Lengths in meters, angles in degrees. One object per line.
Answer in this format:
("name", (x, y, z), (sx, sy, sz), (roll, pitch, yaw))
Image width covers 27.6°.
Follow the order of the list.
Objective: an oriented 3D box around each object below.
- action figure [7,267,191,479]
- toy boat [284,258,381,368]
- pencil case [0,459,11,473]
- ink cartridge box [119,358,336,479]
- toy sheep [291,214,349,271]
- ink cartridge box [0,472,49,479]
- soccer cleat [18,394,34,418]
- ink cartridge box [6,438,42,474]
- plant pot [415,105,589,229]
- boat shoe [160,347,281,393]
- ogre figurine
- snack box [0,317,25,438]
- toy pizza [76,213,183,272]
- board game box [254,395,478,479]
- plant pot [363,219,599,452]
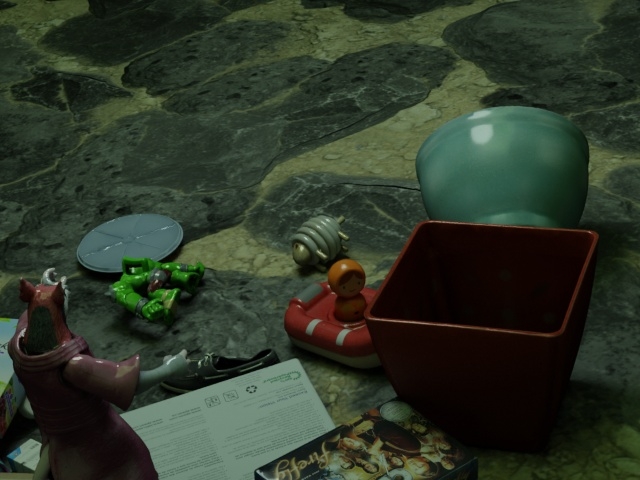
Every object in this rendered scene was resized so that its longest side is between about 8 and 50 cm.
("action figure", (-0.326, 0.200, 1.625), (0.248, 0.370, 0.276), (17, 45, 37))
("toy boat", (0.049, 0.099, 2.043), (0.231, 0.151, 0.151), (15, 38, 37))
("pencil case", (-0.516, 0.324, 1.900), (0.070, 0.064, 0.152), (-25, 32, -33))
("ink cartridge box", (-0.128, 0.322, 1.791), (0.324, 0.071, 0.330), (-16, 35, -12))
("toy sheep", (0.000, 0.000, 2.300), (0.091, 0.091, 0.132), (19, 45, 40))
("ink cartridge box", (-0.471, 0.386, 1.688), (0.193, 0.088, 0.234), (2, 16, 4))
("soccer cleat", (-0.460, 0.223, 2.072), (0.076, 0.068, 0.196), (-26, 29, 14))
("ink cartridge box", (-0.412, 0.326, 1.903), (0.083, 0.028, 0.048), (16, 38, 38))
("plant pot", (0.308, -0.056, 2.152), (0.293, 0.293, 0.196), (-5, 56, 7))
("boat shoe", (-0.158, 0.194, 2.023), (0.206, 0.065, 0.075), (-1, 31, 15))
("ogre figurine", (-0.286, 0.077, 2.237), (0.118, 0.096, 0.197), (14, 47, 16))
("snack box", (-0.532, 0.201, 1.975), (0.175, 0.070, 0.207), (3, 34, 8))
("toy pizza", (-0.354, 0.011, 2.431), (0.201, 0.032, 0.201), (-7, 31, 4))
("board game box", (0.060, 0.303, 1.683), (0.243, 0.042, 0.165), (-23, 38, -31))
("plant pot", (0.239, 0.145, 1.826), (0.267, 0.235, 0.267), (4, 31, 22))
